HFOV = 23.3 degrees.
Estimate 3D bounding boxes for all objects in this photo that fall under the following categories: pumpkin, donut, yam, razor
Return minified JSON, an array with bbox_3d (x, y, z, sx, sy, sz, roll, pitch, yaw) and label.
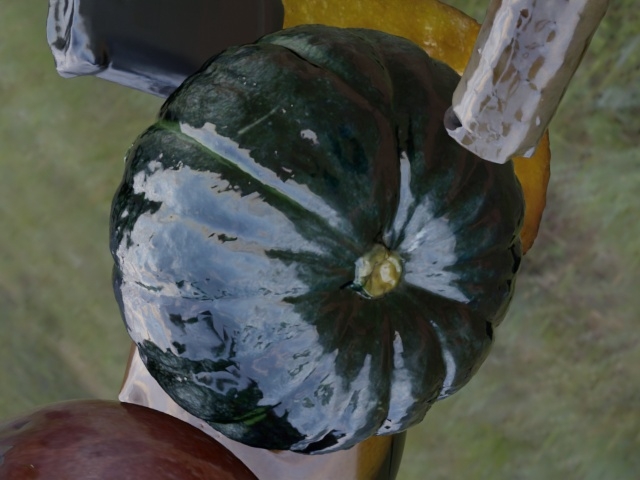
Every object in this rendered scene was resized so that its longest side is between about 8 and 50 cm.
[{"bbox_3d":[0.000,0.000,0.792,0.220,0.220,0.162,46,173,-26],"label":"pumpkin"},{"bbox_3d":[0.040,-0.076,1.293,0.303,0.303,0.110,41,155,-11],"label":"donut"},{"bbox_3d":[0.106,-0.135,0.571,0.046,0.046,0.264,34,133,14],"label":"yam"},{"bbox_3d":[-0.090,-0.128,0.923,0.148,0.090,0.054,11,166,-38],"label":"razor"}]

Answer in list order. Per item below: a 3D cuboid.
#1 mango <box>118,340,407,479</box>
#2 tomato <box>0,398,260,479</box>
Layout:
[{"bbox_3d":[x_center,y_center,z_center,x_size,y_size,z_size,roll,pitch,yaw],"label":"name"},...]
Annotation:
[{"bbox_3d":[-0.035,0.079,1.064,0.152,0.201,0.287,-115,30,-53],"label":"mango"},{"bbox_3d":[-0.139,0.208,0.857,0.270,0.270,0.227,14,135,58],"label":"tomato"}]
